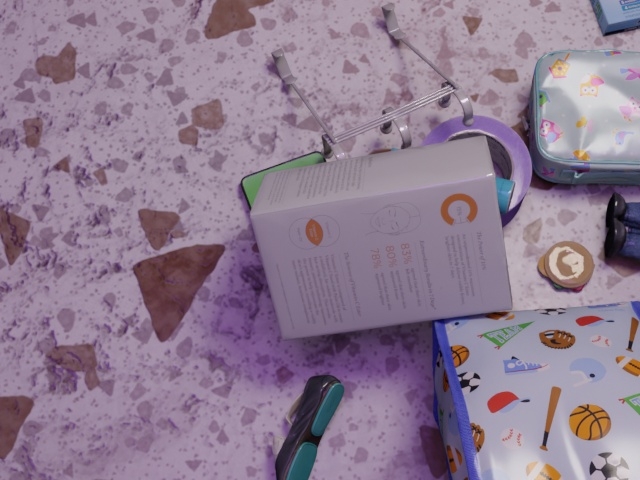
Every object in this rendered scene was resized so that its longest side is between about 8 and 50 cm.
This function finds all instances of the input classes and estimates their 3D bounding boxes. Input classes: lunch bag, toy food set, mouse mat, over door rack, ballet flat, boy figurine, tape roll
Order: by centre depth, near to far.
[{"bbox_3d":[0.329,0.273,1.248,0.327,0.239,0.385,-7,26,0],"label":"lunch bag"},{"bbox_3d":[-0.031,0.297,1.422,0.074,0.074,0.203,23,79,10],"label":"ballet flat"},{"bbox_3d":[0.602,-0.001,1.484,0.285,0.092,0.177,8,68,8],"label":"boy figurine"},{"bbox_3d":[0.403,0.041,1.513,0.083,0.020,0.082,-42,74,-12],"label":"toy food set"},{"bbox_3d":[0.249,-0.107,1.541,0.188,0.080,0.189,-1,70,1],"label":"tape roll"},{"bbox_3d":[0.478,-0.198,1.548,0.279,0.108,0.224,2,76,5],"label":"lunch bag"},{"bbox_3d":[-0.036,-0.049,1.554,0.152,0.007,0.190,-20,69,-5],"label":"mouse mat"},{"bbox_3d":[0.086,-0.246,1.564,0.239,0.108,0.324,-24,46,-5],"label":"over door rack"}]

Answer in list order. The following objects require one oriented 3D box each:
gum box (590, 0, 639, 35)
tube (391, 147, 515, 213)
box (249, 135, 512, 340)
[{"bbox_3d":[0.560,-0.471,1.676,0.156,0.041,0.185,-12,70,-2],"label":"gum box"},{"bbox_3d":[0.201,-0.091,1.473,0.207,0.052,0.080,14,59,14],"label":"tube"},{"bbox_3d":[0.094,-0.004,1.380,0.345,0.168,0.215,-8,115,10],"label":"box"}]
